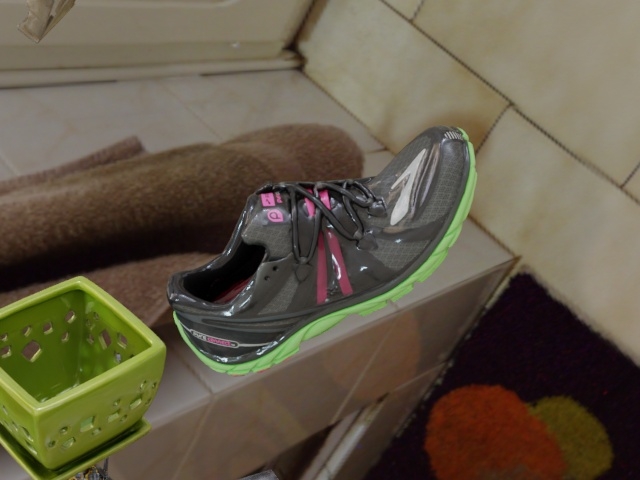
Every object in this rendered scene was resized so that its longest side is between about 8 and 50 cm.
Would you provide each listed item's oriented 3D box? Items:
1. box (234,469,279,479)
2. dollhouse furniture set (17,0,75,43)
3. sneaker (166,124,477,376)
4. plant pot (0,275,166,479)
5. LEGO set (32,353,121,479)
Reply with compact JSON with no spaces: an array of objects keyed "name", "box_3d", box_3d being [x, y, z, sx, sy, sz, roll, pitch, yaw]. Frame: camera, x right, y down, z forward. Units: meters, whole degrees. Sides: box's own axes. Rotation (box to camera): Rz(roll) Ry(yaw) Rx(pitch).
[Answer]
[{"name":"box","box_3d":[-0.151,0.434,1.214,0.242,0.307,0.077,46,140,51]},{"name":"dollhouse furniture set","box_3d":[-0.519,-0.469,1.566,0.242,0.212,0.161,39,153,-10]},{"name":"sneaker","box_3d":[0.000,0.000,1.278,0.482,0.202,0.185,-36,34,6]},{"name":"plant pot","box_3d":[-0.385,0.222,1.429,0.227,0.228,0.207,34,132,32]},{"name":"LEGO set","box_3d":[-0.419,0.363,1.811,0.192,0.255,0.331,-5,57,2]}]
